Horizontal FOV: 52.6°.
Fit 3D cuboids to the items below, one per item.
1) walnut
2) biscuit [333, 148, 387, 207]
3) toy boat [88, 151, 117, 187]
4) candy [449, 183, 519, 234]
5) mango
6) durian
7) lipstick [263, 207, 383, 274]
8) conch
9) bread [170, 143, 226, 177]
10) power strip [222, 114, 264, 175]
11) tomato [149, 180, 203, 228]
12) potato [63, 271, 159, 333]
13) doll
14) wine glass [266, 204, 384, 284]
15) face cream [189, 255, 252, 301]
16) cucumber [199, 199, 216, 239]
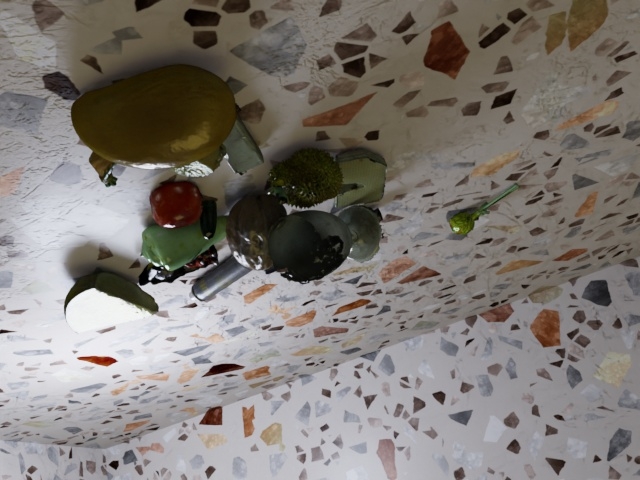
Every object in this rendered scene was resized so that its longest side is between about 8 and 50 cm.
[{"bbox_3d":[-0.172,-0.017,1.786,0.178,0.178,0.230,-10,119,-11],"label":"walnut"},{"bbox_3d":[0.108,-0.173,1.795,0.147,0.046,0.250,-12,154,-4],"label":"biscuit"},{"bbox_3d":[-0.418,-0.204,1.400,0.229,0.089,0.088,-41,131,22],"label":"toy boat"},{"bbox_3d":[0.547,-0.106,2.154,0.262,0.077,0.073,-36,132,22],"label":"candy"},{"bbox_3d":[-0.323,-0.235,1.283,0.332,0.195,0.142,-16,177,6],"label":"mango"},{"bbox_3d":[-0.040,-0.157,1.649,0.198,0.146,0.159,-9,169,-1],"label":"durian"},{"bbox_3d":[0.000,0.000,2.043,0.418,0.077,0.077,-24,152,14],"label":"lipstick"},{"bbox_3d":[-0.382,0.001,1.821,0.251,0.137,0.143,-22,132,-30],"label":"conch"},{"bbox_3d":[-0.298,-0.204,1.427,0.156,0.103,0.110,4,158,40],"label":"bread"},{"bbox_3d":[-0.209,-0.244,1.485,0.080,0.048,0.286,-21,153,6],"label":"power strip"},{"bbox_3d":[-0.369,-0.075,1.682,0.139,0.091,0.159,-7,155,-13],"label":"tomato"},{"bbox_3d":[-0.658,0.160,1.969,0.270,0.112,0.255,-15,150,-7],"label":"potato"},{"bbox_3d":[-0.432,0.077,1.965,0.249,0.088,0.127,-21,134,-9],"label":"doll"},{"bbox_3d":[0.016,0.001,1.757,0.190,0.190,0.357,-33,171,31],"label":"wine glass"},{"bbox_3d":[-0.328,0.124,2.112,0.283,0.073,0.073,-33,149,31],"label":"face cream"},{"bbox_3d":[-0.305,-0.054,1.750,0.048,0.105,0.048,-4,158,-2],"label":"cucumber"}]
